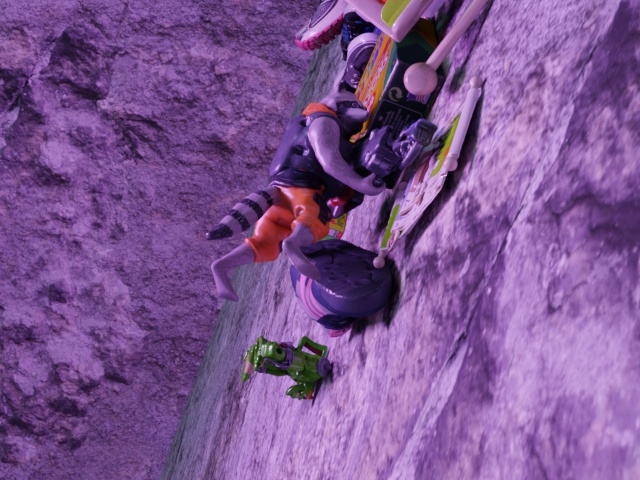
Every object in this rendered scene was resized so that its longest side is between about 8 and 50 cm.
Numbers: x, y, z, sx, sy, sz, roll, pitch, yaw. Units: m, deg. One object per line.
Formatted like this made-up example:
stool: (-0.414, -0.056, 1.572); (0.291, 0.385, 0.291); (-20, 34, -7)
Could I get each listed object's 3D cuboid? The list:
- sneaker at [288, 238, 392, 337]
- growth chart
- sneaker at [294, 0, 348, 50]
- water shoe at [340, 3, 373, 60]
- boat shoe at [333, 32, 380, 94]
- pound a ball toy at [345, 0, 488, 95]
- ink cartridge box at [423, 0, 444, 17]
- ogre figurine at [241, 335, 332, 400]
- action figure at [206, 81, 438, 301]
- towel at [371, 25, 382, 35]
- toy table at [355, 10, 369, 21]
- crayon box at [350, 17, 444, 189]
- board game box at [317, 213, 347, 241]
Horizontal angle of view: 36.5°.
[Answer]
sneaker: (0.034, 0.083, 1.378); (0.319, 0.112, 0.131); (-141, 40, -75)
growth chart: (0.138, -0.088, 1.238); (0.237, 0.021, 0.172); (123, 170, -49)
sneaker: (0.040, -0.557, 2.193); (0.299, 0.112, 0.121); (-52, -5, -2)
water shoe: (0.084, -0.453, 2.125); (0.203, 0.073, 0.080); (101, 169, -79)
boat shoe: (0.080, -0.351, 2.072); (0.228, 0.080, 0.076); (130, 141, -58)
pound a ball toy: (0.163, -0.380, 1.352); (0.319, 0.208, 0.136); (-52, -4, 7)
ink cartridge box: (0.185, -0.438, 1.545); (0.224, 0.045, 0.223); (-50, 18, 27)
ogre figurine: (-0.052, 0.191, 1.517); (0.197, 0.118, 0.097); (120, 163, -55)
action figure: (-0.005, -0.093, 1.336); (0.341, 0.178, 0.330); (-35, 25, 54)
towel: (0.167, -0.558, 2.135); (0.243, 0.040, 0.336); (117, 171, -52)
toy table: (0.105, -0.597, 1.954); (0.252, 0.161, 0.274); (-17, 46, 51)
crayon box: (0.115, -0.247, 1.578); (0.318, 0.081, 0.202); (-85, 16, -60)
board game box: (0.000, 0.000, 1.866); (0.181, 0.043, 0.092); (118, 168, -45)
